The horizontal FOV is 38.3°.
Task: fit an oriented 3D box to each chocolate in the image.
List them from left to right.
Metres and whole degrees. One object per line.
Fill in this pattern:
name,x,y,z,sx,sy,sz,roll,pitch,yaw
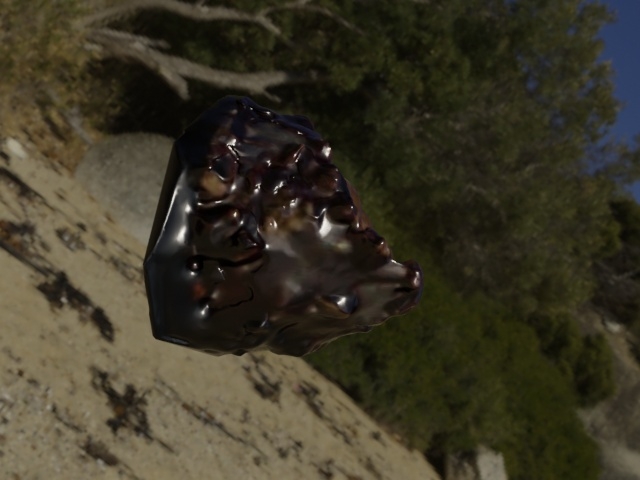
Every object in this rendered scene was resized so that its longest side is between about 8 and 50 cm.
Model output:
chocolate,0.000,0.000,0.721,0.177,0.206,0.224,9,-10,16
